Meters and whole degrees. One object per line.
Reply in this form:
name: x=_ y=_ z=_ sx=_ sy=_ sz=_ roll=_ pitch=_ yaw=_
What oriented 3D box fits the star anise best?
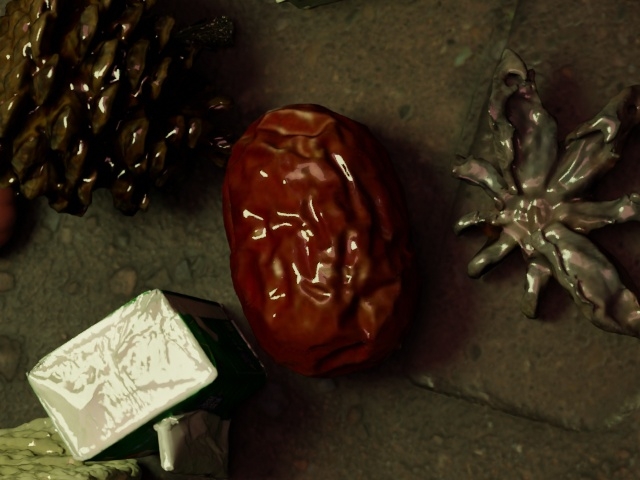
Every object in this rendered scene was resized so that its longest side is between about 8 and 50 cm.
star anise: x=0.209 y=-0.043 z=1.588 sx=0.198 sy=0.110 sz=0.258 roll=4 pitch=89 yaw=13

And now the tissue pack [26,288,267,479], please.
tissue pack: x=-0.137 y=0.144 z=1.588 sx=0.148 sy=0.209 sz=0.156 roll=-35 pitch=79 yaw=6

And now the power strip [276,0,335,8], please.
power strip: x=0.132 y=-0.282 z=1.639 sx=0.367 sy=0.106 sz=0.043 roll=-13 pitch=86 yaw=10

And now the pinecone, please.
pinecone: x=-0.216 y=-0.129 z=1.637 sx=0.243 sy=0.243 sz=0.257 roll=-40 pitch=97 yaw=5

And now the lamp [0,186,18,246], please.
lamp: x=-0.341 y=-0.035 z=1.718 sx=0.107 sy=0.092 sz=0.107 roll=10 pitch=105 yaw=43

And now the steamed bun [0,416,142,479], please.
steamed bun: x=-0.316 y=0.288 z=1.580 sx=0.290 sy=0.272 sz=0.274 roll=-6 pitch=81 yaw=16

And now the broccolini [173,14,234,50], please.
broccolini: x=-0.151 y=-0.202 z=1.736 sx=0.140 sy=0.030 sz=0.035 roll=-4 pitch=73 yaw=17

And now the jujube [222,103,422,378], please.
jujube: x=0.000 y=0.000 z=1.604 sx=0.174 sy=0.174 sz=0.250 roll=-20 pitch=67 yaw=9
